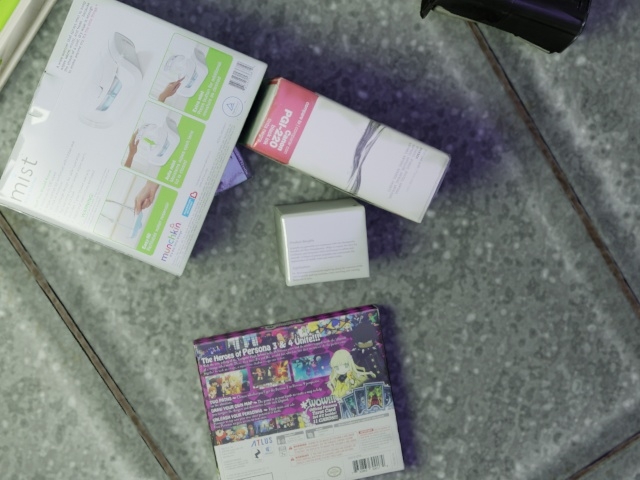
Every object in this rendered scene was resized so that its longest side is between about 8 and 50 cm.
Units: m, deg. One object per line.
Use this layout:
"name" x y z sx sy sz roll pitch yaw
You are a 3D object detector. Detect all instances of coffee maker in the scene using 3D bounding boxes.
"coffee maker" 0.224 -0.293 1.672 0.178 0.171 0.120 15 95 -10

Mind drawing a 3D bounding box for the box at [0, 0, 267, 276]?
"box" -0.216 -0.123 1.640 0.231 0.127 0.262 21 91 -6

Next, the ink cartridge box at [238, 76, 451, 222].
"ink cartridge box" 0.025 -0.106 1.673 0.218 0.158 0.092 22 92 -10

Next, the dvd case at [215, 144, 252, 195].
"dvd case" -0.153 -0.088 1.723 0.119 0.013 0.087 -27 100 -5

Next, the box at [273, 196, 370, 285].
"box" 0.000 0.000 1.712 0.101 0.102 0.087 -6 100 -7

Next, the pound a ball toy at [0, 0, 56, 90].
"pound a ball toy" -0.384 -0.325 1.605 0.208 0.136 0.319 31 90 1

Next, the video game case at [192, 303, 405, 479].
"video game case" -0.026 0.202 1.764 0.232 0.042 0.210 -12 99 -7
